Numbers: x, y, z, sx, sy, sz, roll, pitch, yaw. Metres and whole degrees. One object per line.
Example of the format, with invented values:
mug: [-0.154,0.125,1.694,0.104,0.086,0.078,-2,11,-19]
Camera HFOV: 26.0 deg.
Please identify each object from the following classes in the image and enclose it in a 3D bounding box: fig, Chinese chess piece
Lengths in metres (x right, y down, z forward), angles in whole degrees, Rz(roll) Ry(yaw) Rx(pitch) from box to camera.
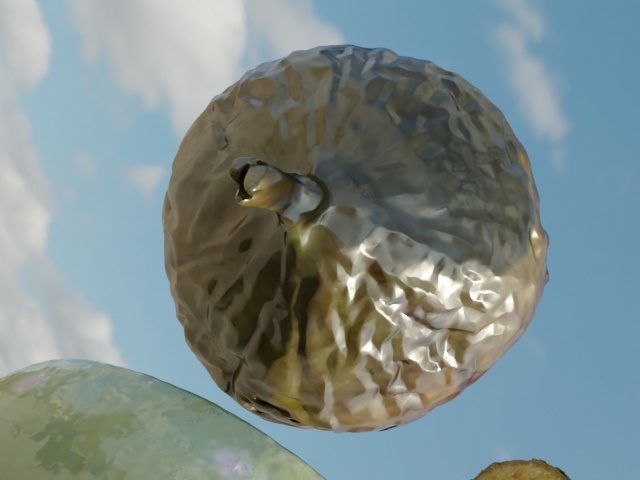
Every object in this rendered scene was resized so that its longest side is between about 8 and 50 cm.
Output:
fig: [0.000,0.000,0.931,0.286,0.286,0.368,67,14,6]
Chinese chess piece: [-0.095,0.229,0.803,0.349,0.146,0.349,24,-36,19]

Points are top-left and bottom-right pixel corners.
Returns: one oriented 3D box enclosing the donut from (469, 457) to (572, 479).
donut: [0.201,0.294,1.300,0.078,0.146,0.181,40,35,-40]
